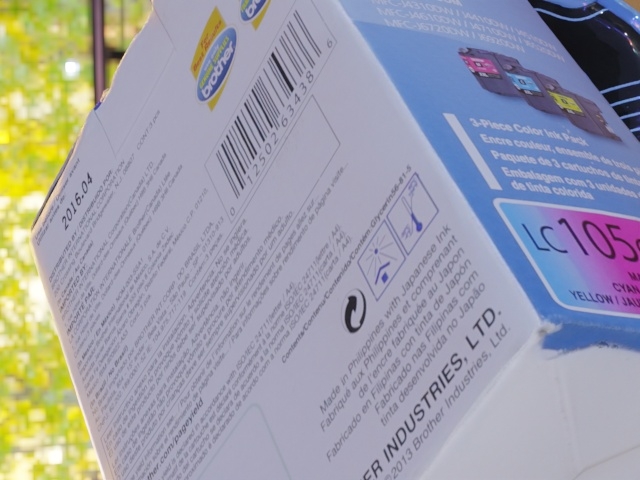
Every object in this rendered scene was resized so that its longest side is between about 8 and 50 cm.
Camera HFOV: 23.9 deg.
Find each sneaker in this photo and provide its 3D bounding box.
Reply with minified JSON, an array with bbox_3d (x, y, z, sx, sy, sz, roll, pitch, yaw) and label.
[{"bbox_3d":[0.186,-0.064,0.920,0.232,0.090,0.081,46,161,7],"label":"sneaker"}]

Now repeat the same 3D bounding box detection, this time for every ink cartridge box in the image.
[{"bbox_3d":[0.000,0.000,0.717,0.270,0.151,0.395,-57,42,29],"label":"ink cartridge box"}]
